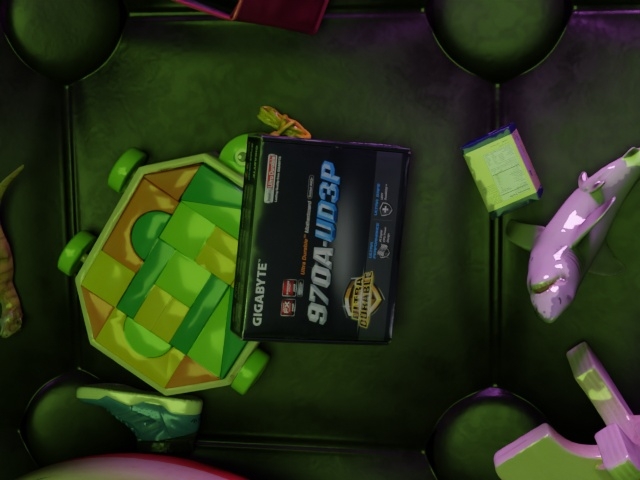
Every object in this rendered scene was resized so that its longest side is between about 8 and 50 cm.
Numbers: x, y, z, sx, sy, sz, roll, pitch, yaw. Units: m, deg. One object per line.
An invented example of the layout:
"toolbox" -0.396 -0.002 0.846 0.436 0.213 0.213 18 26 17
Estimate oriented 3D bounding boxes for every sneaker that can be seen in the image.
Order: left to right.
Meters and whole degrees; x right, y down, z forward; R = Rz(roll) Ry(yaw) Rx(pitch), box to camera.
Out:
"sneaker" -0.218 0.218 1.564 0.152 0.058 0.084 8 92 4

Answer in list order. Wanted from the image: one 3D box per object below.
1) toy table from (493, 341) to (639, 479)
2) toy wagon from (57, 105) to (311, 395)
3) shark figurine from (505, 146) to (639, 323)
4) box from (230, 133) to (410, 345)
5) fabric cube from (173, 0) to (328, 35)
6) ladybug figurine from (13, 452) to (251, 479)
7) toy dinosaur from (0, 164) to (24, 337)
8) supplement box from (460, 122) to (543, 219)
"toy table" 0.322 0.222 1.371 0.274 0.252 0.161 -39 106 3
"toy wagon" -0.131 0.003 1.506 0.267 0.068 0.344 34 104 4
"shark figurine" 0.315 -0.020 1.412 0.278 0.166 0.116 -46 114 -2
"box" 0.000 0.000 1.438 0.175 0.051 0.220 4 96 -21
"fabric cube" -0.112 -0.369 1.329 0.259 0.258 0.254 22 102 14
"ladybug figurine" -0.198 0.365 1.516 0.449 0.162 0.305 5 115 9
"toy dinosaur" -0.395 0.009 1.575 0.112 0.064 0.211 -4 108 -6
"supplement box" 0.195 -0.075 1.417 0.056 0.083 0.083 -23 93 15
